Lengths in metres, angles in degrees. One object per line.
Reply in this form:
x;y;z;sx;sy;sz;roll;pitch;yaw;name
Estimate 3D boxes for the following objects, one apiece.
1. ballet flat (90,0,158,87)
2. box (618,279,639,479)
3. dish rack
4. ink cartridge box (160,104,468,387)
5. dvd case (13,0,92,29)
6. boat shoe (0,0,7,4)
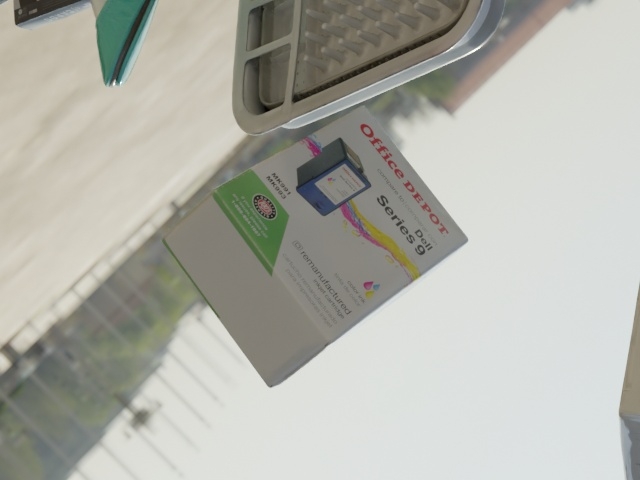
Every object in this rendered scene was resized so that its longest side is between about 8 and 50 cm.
-0.171;-0.268;1.476;0.247;0.087;0.083;-62;-174;11;ballet flat
0.300;0.077;1.046;0.119;0.182;0.181;71;29;-52;box
0.052;-0.251;1.430;0.333;0.072;0.285;-20;-120;47;dish rack
0.000;0.000;1.300;0.212;0.154;0.093;-32;173;-48;ink cartridge box
-0.250;-0.351;1.597;0.179;0.239;0.029;-13;167;36;dvd case
-0.238;-0.257;1.364;0.226;0.076;0.083;-25;165;24;boat shoe
